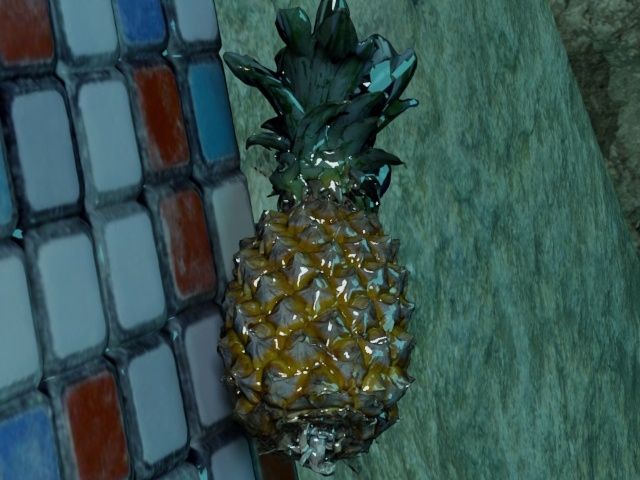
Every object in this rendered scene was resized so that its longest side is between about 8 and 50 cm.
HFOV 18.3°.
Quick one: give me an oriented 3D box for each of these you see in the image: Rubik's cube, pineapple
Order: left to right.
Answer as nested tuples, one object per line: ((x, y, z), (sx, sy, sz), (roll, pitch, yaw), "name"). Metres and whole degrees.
((-0.203, 0.031, 0.833), (0.292, 0.286, 0.293), (-20, 101, -68), "Rubik's cube")
((-0.001, 0.000, 0.853), (0.103, 0.083, 0.221), (55, 30, -51), "pineapple")
